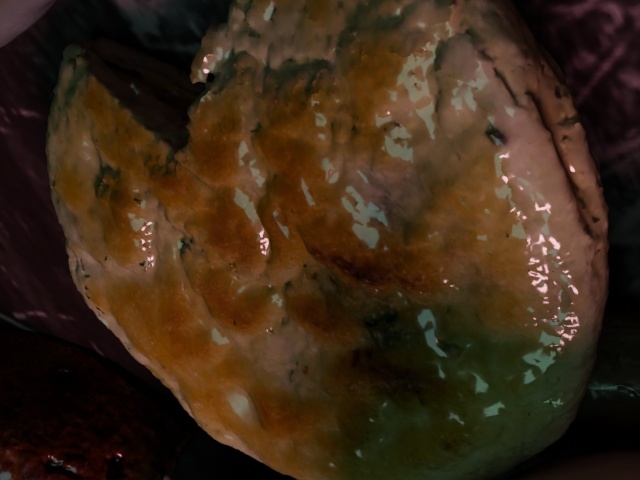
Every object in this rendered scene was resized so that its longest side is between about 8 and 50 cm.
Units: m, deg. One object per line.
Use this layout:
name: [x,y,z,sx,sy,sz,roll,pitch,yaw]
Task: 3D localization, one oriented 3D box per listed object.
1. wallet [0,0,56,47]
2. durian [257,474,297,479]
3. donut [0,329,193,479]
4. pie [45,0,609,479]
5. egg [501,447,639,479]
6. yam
wallet: [-0.212,-0.235,0.501,0.252,0.083,0.360,-24,100,48]
durian: [-0.008,0.241,0.862,0.193,0.138,0.237,27,180,10]
donut: [-0.208,0.138,0.878,0.186,0.126,0.144,37,130,-8]
pie: [0.000,0.000,0.621,0.337,0.075,0.338,19,126,29]
egg: [0.154,0.239,0.616,0.283,0.283,0.345,7,167,24]
yam: [0.178,0.071,0.636,0.169,0.068,0.068,6,133,25]
